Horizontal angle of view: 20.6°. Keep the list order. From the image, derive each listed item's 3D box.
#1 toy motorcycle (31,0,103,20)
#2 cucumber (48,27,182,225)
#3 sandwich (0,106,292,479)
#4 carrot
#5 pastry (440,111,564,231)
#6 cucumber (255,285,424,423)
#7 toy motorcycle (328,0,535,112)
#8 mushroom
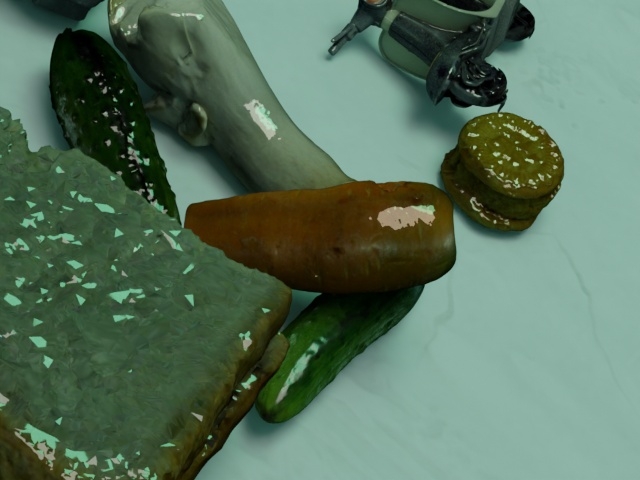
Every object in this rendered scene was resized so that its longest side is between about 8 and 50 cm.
[{"bbox_3d":[-0.273,-0.254,1.358,0.275,0.124,0.187,18,36,-15],"label":"toy motorcycle"},{"bbox_3d":[-0.151,-0.064,1.299,0.069,0.069,0.227,-5,58,-33],"label":"cucumber"},{"bbox_3d":[-0.203,0.050,1.097,0.325,0.131,0.262,31,39,5],"label":"sandwich"},{"bbox_3d":[0.000,0.000,1.262,0.193,0.087,0.087,-4,49,2],"label":"carrot"},{"bbox_3d":[0.153,-0.059,1.471,0.097,0.057,0.109,27,42,-4],"label":"pastry"},{"bbox_3d":[0.020,0.058,1.295,0.056,0.056,0.250,42,45,9],"label":"cucumber"},{"bbox_3d":[0.118,-0.207,1.565,0.157,0.091,0.263,25,41,4],"label":"toy motorcycle"},{"bbox_3d":[-0.063,-0.102,1.361,0.099,0.096,0.278,-34,81,-36],"label":"mushroom"}]
